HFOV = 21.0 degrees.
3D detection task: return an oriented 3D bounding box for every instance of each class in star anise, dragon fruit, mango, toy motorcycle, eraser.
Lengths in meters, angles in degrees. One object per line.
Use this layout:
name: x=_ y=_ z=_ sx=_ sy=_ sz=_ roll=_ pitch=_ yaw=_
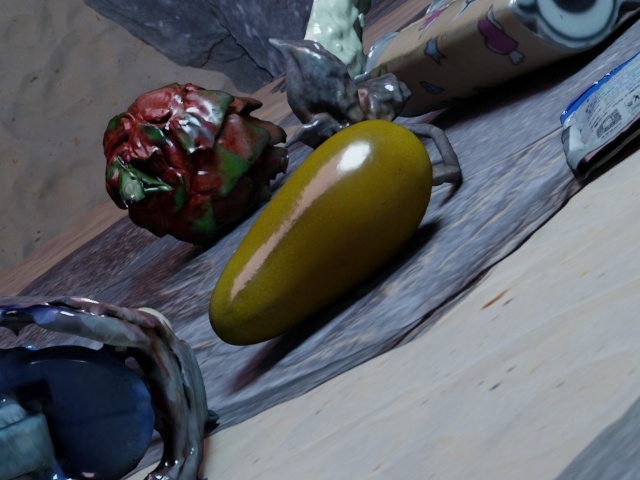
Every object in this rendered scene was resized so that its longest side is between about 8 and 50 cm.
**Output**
star anise: x=0.054 y=-0.099 z=1.307 sx=0.227 sy=0.148 sz=0.218 roll=-13 pitch=29 yaw=48
dragon fruit: x=-0.135 y=-0.081 z=1.798 sx=0.182 sy=0.188 sz=0.182 roll=-27 pitch=47 yaw=32
mango: x=0.000 y=0.000 z=1.118 sx=0.184 sy=0.085 sz=0.102 roll=-49 pitch=15 yaw=-9
toy motorcycle: x=-0.187 y=0.130 z=1.024 sx=0.319 sy=0.241 sz=0.182 roll=-11 pitch=67 yaw=58
eraser: x=0.156 y=-0.182 z=1.419 sx=0.171 sy=0.087 sz=0.290 roll=-35 pitch=7 yaw=-23

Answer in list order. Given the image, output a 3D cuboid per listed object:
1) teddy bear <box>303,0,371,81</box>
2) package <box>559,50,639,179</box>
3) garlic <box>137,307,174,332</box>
teddy bear: x=0.179 y=-0.289 z=1.813 sx=0.362 sy=0.375 sz=0.327 roll=8 pitch=-4 yaw=4
package: x=0.213 y=-0.108 z=1.020 sx=0.171 sy=0.027 sz=0.173 roll=-38 pitch=8 yaw=14
garlic: x=-0.145 y=0.082 z=1.390 sx=0.053 sy=0.041 sz=0.083 roll=-37 pitch=15 yaw=35
